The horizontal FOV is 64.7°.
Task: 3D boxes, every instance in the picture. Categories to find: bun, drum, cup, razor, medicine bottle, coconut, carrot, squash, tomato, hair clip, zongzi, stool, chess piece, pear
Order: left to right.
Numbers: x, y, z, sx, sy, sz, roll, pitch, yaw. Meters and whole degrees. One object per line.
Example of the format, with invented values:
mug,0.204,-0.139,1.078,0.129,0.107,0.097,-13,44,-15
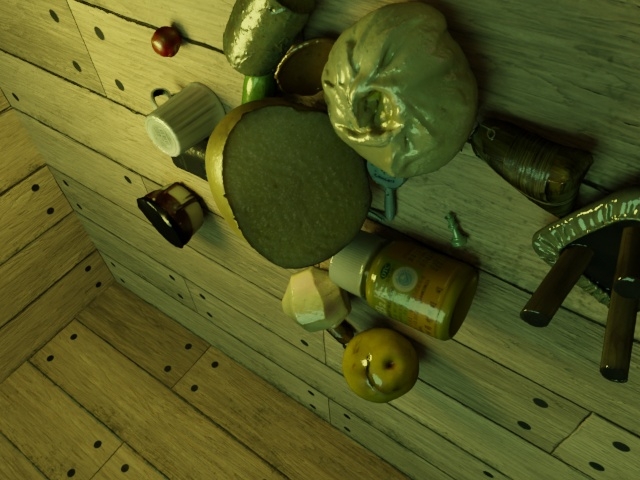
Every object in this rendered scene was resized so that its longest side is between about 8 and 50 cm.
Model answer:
tomato,-0.445,-0.574,1.466,0.075,0.087,0.087,37,149,1
cup,-0.445,-0.381,1.594,0.221,0.202,0.167,18,139,32
razor,-0.380,-0.270,1.751,0.326,0.107,0.189,27,147,24
squash,-0.178,-0.350,1.440,0.101,0.101,0.379,34,150,12
coconut,-0.022,0.220,1.864,0.259,0.259,0.259,28,147,21
carrot,0.061,0.351,2.071,0.173,0.082,0.082,43,149,-5
hair clip,0.139,-0.078,1.481,0.115,0.039,0.030,26,159,26
pear,0.219,0.466,1.870,0.284,0.285,0.336,28,162,21
drum,0.167,-0.155,1.351,0.130,0.049,0.253,33,151,12
bun,0.141,-0.281,1.039,0.365,0.219,0.365,37,149,27
medicine bottle,0.231,0.112,1.451,0.384,0.224,0.224,23,145,29
chess piece,0.349,-0.031,1.317,0.042,0.042,0.093,0,125,48
zongzi,0.422,-0.141,1.061,0.247,0.111,0.241,36,172,30
stool,0.597,0.094,0.991,0.310,0.226,0.310,36,148,-6

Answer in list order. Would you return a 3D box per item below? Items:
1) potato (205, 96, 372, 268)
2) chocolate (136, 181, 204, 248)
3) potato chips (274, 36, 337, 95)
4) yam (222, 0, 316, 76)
potato,-0.112,-0.171,1.369,0.319,0.385,0.442,26,150,58
chocolate,-0.605,-0.124,2.110,0.283,0.186,0.284,37,157,18
potato chips,-0.022,-0.416,1.201,0.150,0.049,0.201,16,148,-25
yam,-0.117,-0.499,1.129,0.161,0.161,0.268,45,148,-7
